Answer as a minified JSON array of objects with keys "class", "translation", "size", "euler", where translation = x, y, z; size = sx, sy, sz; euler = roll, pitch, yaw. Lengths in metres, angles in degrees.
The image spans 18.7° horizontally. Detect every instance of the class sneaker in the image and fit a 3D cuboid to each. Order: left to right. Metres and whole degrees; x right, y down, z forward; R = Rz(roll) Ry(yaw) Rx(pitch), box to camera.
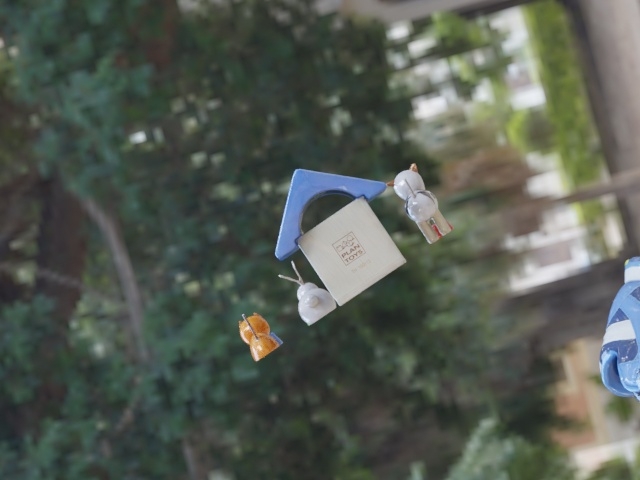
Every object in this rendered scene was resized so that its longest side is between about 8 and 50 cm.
[{"class":"sneaker","translation":[0.157,0.046,0.778],"size":[0.053,0.059,0.144],"euler":[29,176,-15]}]

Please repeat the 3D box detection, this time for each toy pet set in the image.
[{"class":"toy pet set","translation":[0.000,0.000,0.956],"size":[0.065,0.122,0.114],"euler":[56,180,2]}]
